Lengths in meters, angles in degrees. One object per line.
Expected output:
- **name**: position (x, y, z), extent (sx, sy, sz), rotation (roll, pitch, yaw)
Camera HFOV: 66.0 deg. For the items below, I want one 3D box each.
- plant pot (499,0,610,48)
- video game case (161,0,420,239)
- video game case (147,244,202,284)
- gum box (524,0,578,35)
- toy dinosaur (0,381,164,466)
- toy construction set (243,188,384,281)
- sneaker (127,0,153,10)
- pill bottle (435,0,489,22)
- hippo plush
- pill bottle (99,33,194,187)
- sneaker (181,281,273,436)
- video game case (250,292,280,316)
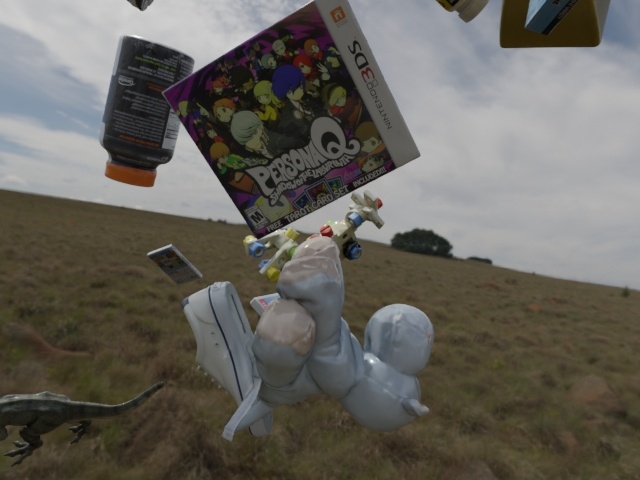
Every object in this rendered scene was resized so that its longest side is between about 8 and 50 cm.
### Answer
- **plant pot**: position (0.494, -0.555, 1.036), extent (0.212, 0.212, 0.187), rotation (12, -8, 30)
- **video game case**: position (-0.029, -0.139, 0.582), extent (0.232, 0.210, 0.042), rotation (-26, 21, 11)
- **video game case**: position (-0.373, 0.064, 1.263), extent (0.087, 0.011, 0.122), rotation (-17, -52, 28)
- **gum box**: position (0.350, -0.410, 0.674), extent (0.041, 0.185, 0.157), rotation (17, -15, -3)
- **toy dinosaur**: position (-0.359, 0.240, 0.663), extent (0.268, 0.118, 0.064), rotation (6, 37, -27)
- **toy construction set**: position (0.000, 0.000, 1.160), extent (0.151, 0.327, 0.215), rotation (57, -5, 46)
- **sneaker**: position (-0.250, -0.408, 0.701), extent (0.082, 0.191, 0.071), rotation (25, -40, -9)
- **pill bottle**: position (0.328, -0.661, 1.248), extent (0.208, 0.119, 0.119), rotation (34, -9, -16)
- **hippo plush**: position (0.036, 0.159, 0.652), extent (0.236, 0.294, 0.234), rotation (21, -17, 3)
- **pill bottle**: position (-0.314, -0.222, 0.875), extent (0.130, 0.246, 0.130), rotation (16, 9, -3)
- **sneaker**: position (-0.148, 0.196, 0.796), extent (0.091, 0.258, 0.094), rotation (-17, 2, 9)
- **video game case**: position (-0.062, 0.227, 1.388), extent (0.204, 0.025, 0.285), rotation (46, 14, 15)
